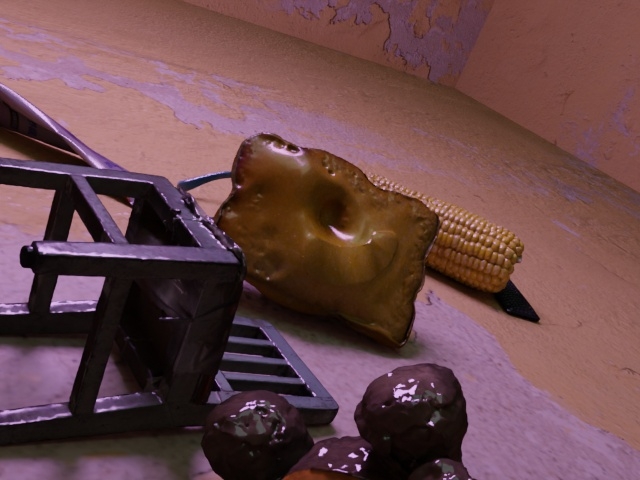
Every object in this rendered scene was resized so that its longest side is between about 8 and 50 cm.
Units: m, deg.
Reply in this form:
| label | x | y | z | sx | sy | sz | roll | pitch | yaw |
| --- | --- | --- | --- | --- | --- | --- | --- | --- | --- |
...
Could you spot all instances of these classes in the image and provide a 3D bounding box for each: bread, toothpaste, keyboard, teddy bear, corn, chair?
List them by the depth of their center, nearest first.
| label | x | y | z | sx | sy | sz | roll | pitch | yaw |
| --- | --- | --- | --- | --- | --- | --- | --- | --- | --- |
| teddy bear | 0.002 | 0.165 | 0.394 | 0.177 | 0.140 | 0.190 | -14 | 17 | 25 |
| chair | -0.101 | 0.042 | 0.551 | 0.270 | 0.147 | 0.136 | 6 | 25 | -36 |
| bread | 0.000 | 0.000 | 0.775 | 0.233 | 0.160 | 0.088 | 28 | -28 | -20 |
| toothpaste | -0.315 | -0.123 | 0.882 | 0.301 | 0.048 | 0.075 | 31 | -7 | 3 |
| corn | 0.149 | -0.012 | 1.034 | 0.244 | 0.093 | 0.093 | 26 | 20 | 10 |
| keyboard | 0.254 | 0.066 | 1.068 | 0.053 | 0.010 | 0.155 | 16 | 21 | -16 |

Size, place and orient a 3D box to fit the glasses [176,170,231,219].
| label | x | y | z | sx | sy | sz | roll | pitch | yaw |
| --- | --- | --- | --- | --- | --- | --- | --- | --- | --- |
| glasses | -0.059 | -0.021 | 0.917 | 0.221 | 0.088 | 0.189 | -3 | 27 | -12 |
